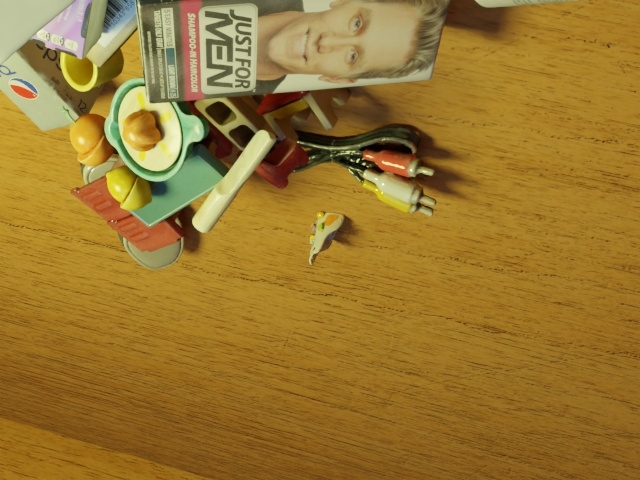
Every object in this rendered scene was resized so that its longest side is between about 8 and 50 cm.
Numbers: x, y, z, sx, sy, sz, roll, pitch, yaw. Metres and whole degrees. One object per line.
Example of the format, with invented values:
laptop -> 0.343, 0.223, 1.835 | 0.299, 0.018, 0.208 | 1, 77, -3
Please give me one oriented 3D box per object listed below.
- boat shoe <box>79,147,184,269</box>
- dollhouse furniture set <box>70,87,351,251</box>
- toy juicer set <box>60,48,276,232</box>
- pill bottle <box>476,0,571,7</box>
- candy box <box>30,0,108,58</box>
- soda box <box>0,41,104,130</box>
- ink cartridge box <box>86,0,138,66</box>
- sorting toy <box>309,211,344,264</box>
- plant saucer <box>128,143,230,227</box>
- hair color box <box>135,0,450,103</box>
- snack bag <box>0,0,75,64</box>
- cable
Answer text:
boat shoe -> -0.322, -0.073, 1.878 | 0.112, 0.095, 0.335 | -23, 144, 0
dollhouse furniture set -> -0.163, -0.138, 1.559 | 0.374, 0.201, 0.152 | -19, 127, 44
toy juicer set -> -0.223, -0.112, 1.409 | 0.329, 0.089, 0.209 | 32, 123, 24
pill bottle -> 0.269, -0.311, 1.108 | 0.229, 0.131, 0.131 | 1, 144, 28
candy box -> -0.339, -0.320, 1.237 | 0.196, 0.070, 0.164 | 19, 125, 0
soda box -> -0.450, -0.290, 1.593 | 0.098, 0.091, 0.286 | -7, 140, 35
ink cartridge box -> -0.257, -0.354, 1.293 | 0.193, 0.088, 0.235 | 41, 125, -15
sorting toy -> 0.000, 0.000, 1.798 | 0.045, 0.075, 0.083 | 22, 148, -3
plant saucer -> -0.202, -0.070, 1.495 | 0.067, 0.018, 0.192 | 42, 136, -23
hair color box -> -0.035, -0.262, 1.250 | 0.347, 0.105, 0.174 | -7, 150, -8
snack bag -> -0.325, -0.403, 1.133 | 0.323, 0.342, 0.037 | 52, -174, -9
cable -> 0.038, -0.118, 1.599 | 0.287, 0.072, 0.139 | 13, 143, 13
